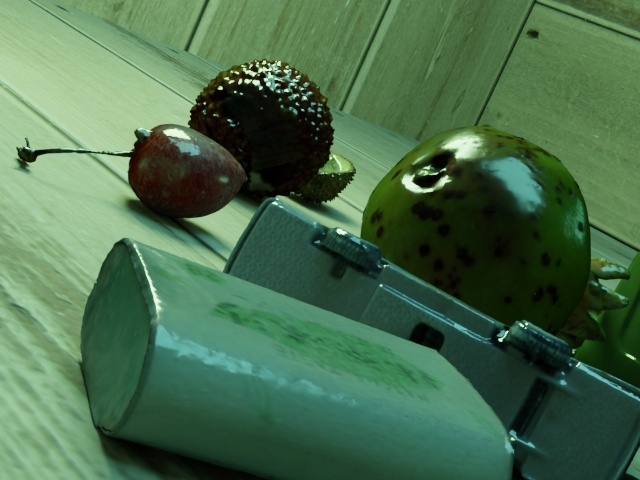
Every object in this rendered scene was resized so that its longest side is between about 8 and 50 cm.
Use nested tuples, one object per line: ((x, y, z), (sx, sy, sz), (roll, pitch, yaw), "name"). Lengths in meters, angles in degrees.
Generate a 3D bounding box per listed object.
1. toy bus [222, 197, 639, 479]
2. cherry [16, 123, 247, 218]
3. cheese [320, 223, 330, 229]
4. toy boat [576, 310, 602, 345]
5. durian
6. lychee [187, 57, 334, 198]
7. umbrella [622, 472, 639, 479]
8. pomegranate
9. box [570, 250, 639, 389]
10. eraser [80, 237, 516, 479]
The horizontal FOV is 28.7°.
((0.086, 0.085, 0.943), (0.329, 0.109, 0.136), (29, 1, 21), "toy bus")
((-0.181, -0.078, 1.223), (0.225, 0.090, 0.107), (13, 24, -15), "cherry")
((0.000, 0.001, 1.372), (0.162, 0.036, 0.086), (31, 10, 32), "cheese")
((0.382, 0.103, 1.602), (0.292, 0.099, 0.108), (15, 12, -10), "toy boat")
((-0.008, -0.090, 1.733), (0.110, 0.071, 0.140), (20, 25, 6), "durian")
((-0.070, -0.141, 1.560), (0.188, 0.188, 0.188), (24, 10, -4), "lychee")
((0.219, 0.179, 1.008), (0.148, 0.022, 0.022), (21, 53, -24), "umbrella")
((0.175, 0.027, 1.171), (0.286, 0.231, 0.231), (35, 7, -14), "pomegranate")
((0.435, 0.146, 1.244), (0.252, 0.178, 0.328), (19, 11, -36), "box")
((-0.018, 0.086, 0.737), (0.227, 0.081, 0.174), (22, 11, -23), "eraser")
